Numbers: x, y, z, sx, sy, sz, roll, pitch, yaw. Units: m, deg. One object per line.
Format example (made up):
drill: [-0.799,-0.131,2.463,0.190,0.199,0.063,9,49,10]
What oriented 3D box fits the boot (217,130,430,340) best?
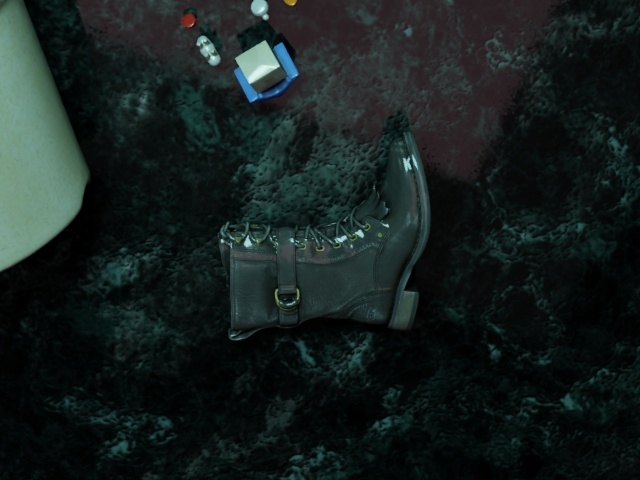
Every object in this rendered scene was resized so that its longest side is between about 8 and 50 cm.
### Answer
boot: [0.000,0.000,1.647,0.229,0.091,0.262,3,113,-4]

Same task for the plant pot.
plant pot: [-0.394,-0.132,1.481,0.334,0.334,0.305,-21,121,6]

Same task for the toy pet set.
toy pet set: [-0.067,-0.216,1.591,0.122,0.065,0.114,-30,74,6]
